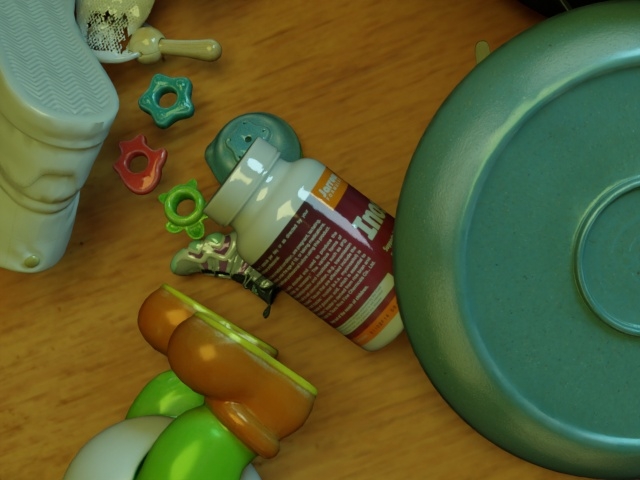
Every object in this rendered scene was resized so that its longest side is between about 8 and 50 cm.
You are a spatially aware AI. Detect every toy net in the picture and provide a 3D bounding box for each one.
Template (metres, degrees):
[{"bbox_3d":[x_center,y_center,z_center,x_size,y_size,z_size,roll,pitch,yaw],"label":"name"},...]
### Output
[{"bbox_3d":[-0.121,-0.109,0.849,0.122,0.045,0.232,-39,73,-4],"label":"toy net"}]

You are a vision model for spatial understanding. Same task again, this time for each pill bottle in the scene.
[{"bbox_3d":[0.000,0.000,0.769,0.152,0.086,0.086,36,86,-7],"label":"pill bottle"}]

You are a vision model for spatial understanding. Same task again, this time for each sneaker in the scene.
[{"bbox_3d":[-0.236,-0.107,0.832,0.108,0.169,0.292,4,39,-29],"label":"sneaker"},{"bbox_3d":[-0.055,0.026,0.816,0.098,0.038,0.069,-20,76,4],"label":"sneaker"}]

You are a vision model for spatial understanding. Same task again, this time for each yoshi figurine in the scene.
[{"bbox_3d":[-0.173,0.196,0.734,0.203,0.203,0.362,30,87,28],"label":"yoshi figurine"}]

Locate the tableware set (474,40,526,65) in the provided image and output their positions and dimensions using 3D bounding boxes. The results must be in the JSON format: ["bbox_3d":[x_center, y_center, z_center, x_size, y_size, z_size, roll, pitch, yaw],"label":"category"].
[{"bbox_3d":[0.177,-0.044,0.754,0.128,0.039,0.194,-7,108,7],"label":"tableware set"}]

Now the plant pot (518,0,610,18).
[{"bbox_3d":[0.136,-0.279,0.767,0.188,0.187,0.167,-54,40,-3],"label":"plant pot"}]

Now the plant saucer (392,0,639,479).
[{"bbox_3d":[0.206,0.008,0.718,0.318,0.044,0.317,-1,100,-5],"label":"plant saucer"}]
